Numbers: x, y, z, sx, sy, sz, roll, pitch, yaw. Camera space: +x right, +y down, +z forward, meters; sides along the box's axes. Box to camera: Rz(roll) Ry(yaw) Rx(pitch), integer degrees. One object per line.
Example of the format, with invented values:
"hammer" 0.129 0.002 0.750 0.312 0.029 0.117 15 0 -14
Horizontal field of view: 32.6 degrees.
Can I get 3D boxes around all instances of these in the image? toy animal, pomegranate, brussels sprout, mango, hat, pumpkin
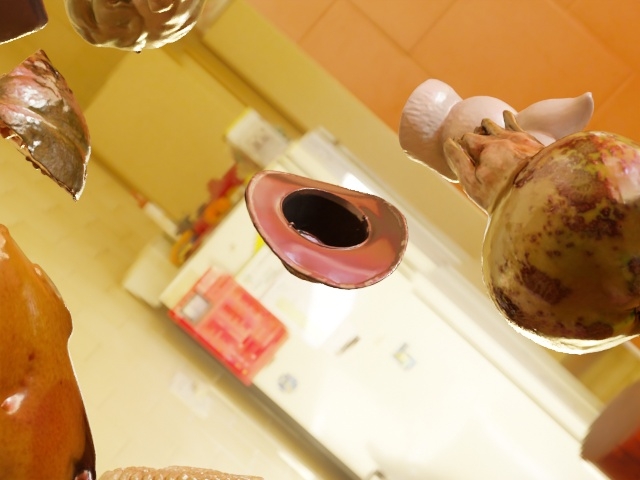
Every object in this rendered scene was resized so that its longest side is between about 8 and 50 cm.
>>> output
"toy animal" 0.212 -0.111 1.243 0.104 0.221 0.131 -56 -36 -24
"pomegranate" 0.230 -0.019 1.074 0.222 0.276 0.204 -53 -6 20
"brussels sprout" -0.275 -0.444 1.707 0.316 0.242 0.274 -24 45 45
"mango" -0.284 0.106 0.832 0.152 0.287 0.201 -7 5 28
"hat" 0.000 0.000 0.736 0.121 0.121 0.050 -52 -17 -51
"pumpkin" -0.323 -0.137 1.303 0.111 0.163 0.278 -44 17 -13

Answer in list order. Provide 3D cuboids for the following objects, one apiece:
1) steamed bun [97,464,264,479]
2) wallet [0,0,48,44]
"steamed bun" -0.161 0.388 1.339 0.289 0.203 0.276 -2 -9 39
"wallet" -0.329 -0.280 0.810 0.197 0.051 0.377 -27 -41 -21
